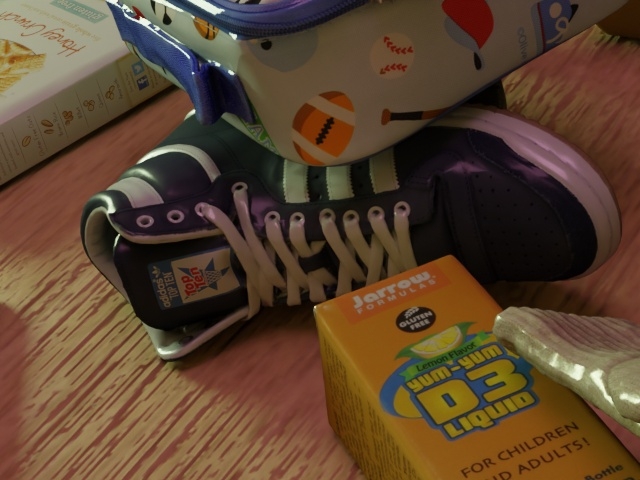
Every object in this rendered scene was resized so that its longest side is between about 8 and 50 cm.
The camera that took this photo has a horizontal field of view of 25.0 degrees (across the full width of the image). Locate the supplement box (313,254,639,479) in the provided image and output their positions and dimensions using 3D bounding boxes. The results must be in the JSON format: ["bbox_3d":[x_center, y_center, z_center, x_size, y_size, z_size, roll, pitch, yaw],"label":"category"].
[{"bbox_3d":[0.074,0.101,0.585,0.078,0.080,0.233,-21,34,-13],"label":"supplement box"}]

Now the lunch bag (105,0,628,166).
[{"bbox_3d":[0.006,-0.155,0.778,0.243,0.115,0.303,-29,32,-17],"label":"lunch bag"}]

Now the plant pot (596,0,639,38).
[{"bbox_3d":[0.209,-0.174,0.917,0.081,0.083,0.081,14,42,33],"label":"plant pot"}]

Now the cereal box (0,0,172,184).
[{"bbox_3d":[-0.209,-0.116,1.008,0.240,0.047,0.173,-34,40,-27],"label":"cereal box"}]

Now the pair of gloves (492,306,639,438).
[{"bbox_3d":[0.206,0.059,0.531,0.240,0.042,0.204,6,12,-20],"label":"pair of gloves"}]

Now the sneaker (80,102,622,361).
[{"bbox_3d":[0.000,0.000,0.731,0.282,0.099,0.153,13,40,39],"label":"sneaker"}]

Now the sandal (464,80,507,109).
[{"bbox_3d":[0.045,-0.137,0.930,0.120,0.086,0.303,-13,51,5],"label":"sandal"}]
